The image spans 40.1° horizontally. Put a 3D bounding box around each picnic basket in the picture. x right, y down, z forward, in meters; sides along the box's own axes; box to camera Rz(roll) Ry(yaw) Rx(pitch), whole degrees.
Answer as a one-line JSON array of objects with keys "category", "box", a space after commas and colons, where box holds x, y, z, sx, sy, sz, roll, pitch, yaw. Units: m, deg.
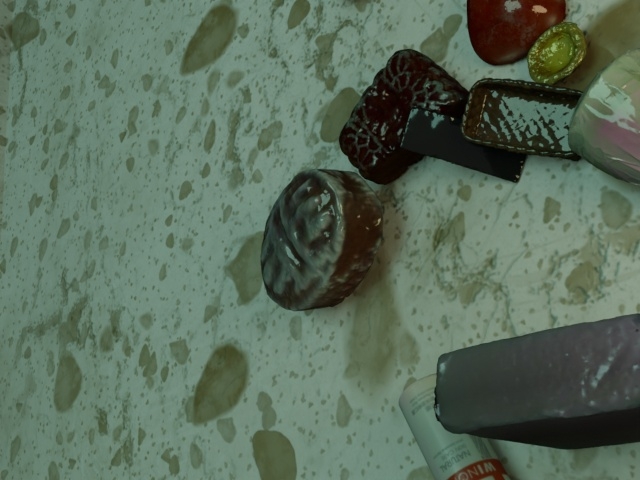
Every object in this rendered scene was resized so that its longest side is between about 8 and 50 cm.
[{"category": "picnic basket", "box": [0.314, -0.182, 1.327, 0.193, 0.055, 0.110, 15, 90, 24]}]

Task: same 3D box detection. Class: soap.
[{"category": "soap", "box": [0.333, 0.185, 1.059, 0.285, 0.296, 0.107, -20, 62, 40]}]

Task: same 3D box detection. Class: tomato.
[{"category": "tomato", "box": [0.302, -0.380, 1.416, 0.174, 0.082, 0.167, -17, 65, 45]}]

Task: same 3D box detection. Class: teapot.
[{"category": "teapot", "box": [0.459, -0.160, 1.158, 0.221, 0.163, 0.178, -37, 60, -17]}]

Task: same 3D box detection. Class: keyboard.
[{"category": "keyboard", "box": [0.230, -0.154, 1.397, 0.196, 0.015, 0.074, 18, 97, 12]}]

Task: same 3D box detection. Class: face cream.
[{"category": "face cream", "box": [0.224, 0.356, 1.265, 0.102, 0.102, 0.346, -49, 47, 25]}]

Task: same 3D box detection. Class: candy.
[{"category": "candy", "box": [0.000, 0.000, 1.562, 0.290, 0.157, 0.214, -56, 47, 41]}]

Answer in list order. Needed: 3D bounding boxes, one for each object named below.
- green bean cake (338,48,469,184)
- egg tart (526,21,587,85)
[{"category": "green bean cake", "box": [0.142, -0.204, 1.522, 0.233, 0.097, 0.199, -52, 47, 22]}, {"category": "egg tart", "box": [0.367, -0.283, 1.348, 0.105, 0.039, 0.105, -16, 67, 43]}]
